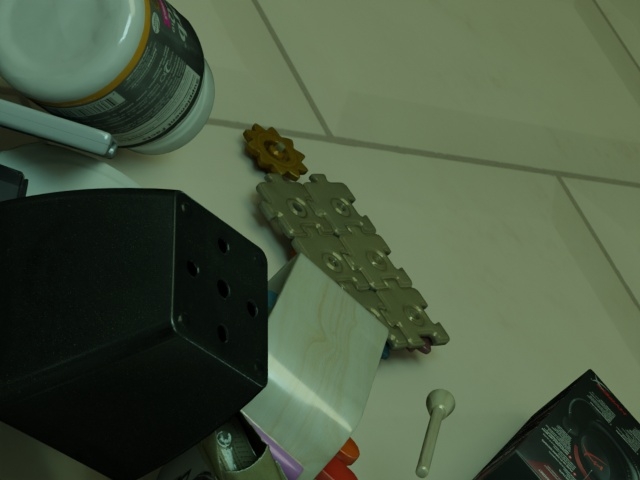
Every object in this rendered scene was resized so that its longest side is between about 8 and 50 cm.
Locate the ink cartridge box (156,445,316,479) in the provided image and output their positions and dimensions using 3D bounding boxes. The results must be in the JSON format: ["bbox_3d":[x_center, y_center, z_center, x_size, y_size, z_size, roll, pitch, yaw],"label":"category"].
[{"bbox_3d":[-0.063,0.299,1.583,0.198,0.115,0.273,40,30,-11],"label":"ink cartridge box"}]

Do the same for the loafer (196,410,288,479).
[{"bbox_3d":[-0.058,0.195,1.522,0.056,0.050,0.148,-33,82,-19],"label":"loafer"}]

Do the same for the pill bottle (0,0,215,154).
[{"bbox_3d":[-0.209,-0.181,1.863,0.162,0.162,0.278,57,6,18],"label":"pill bottle"}]

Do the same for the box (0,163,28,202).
[{"bbox_3d":[-0.393,0.026,1.446,0.295,0.073,0.293,21,47,-19],"label":"box"}]

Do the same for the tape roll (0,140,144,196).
[{"bbox_3d":[-0.221,0.049,1.705,0.286,0.100,0.286,31,33,-24],"label":"tape roll"}]

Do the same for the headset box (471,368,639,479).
[{"bbox_3d":[0.286,0.295,2.037,0.218,0.110,0.293,48,30,5],"label":"headset box"}]

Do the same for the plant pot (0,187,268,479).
[{"bbox_3d":[-0.142,0.063,1.488,0.188,0.167,0.187,39,42,-47],"label":"plant pot"}]

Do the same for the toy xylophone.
[{"bbox_3d":[0.004,0.129,1.702,0.236,0.081,0.322,44,20,2],"label":"toy xylophone"}]

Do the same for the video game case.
[{"bbox_3d":[-0.293,-0.116,1.720,0.212,0.023,0.193,17,0,-4],"label":"video game case"}]

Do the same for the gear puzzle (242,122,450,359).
[{"bbox_3d":[0.000,0.000,2.112,0.175,0.044,0.339,-2,52,-51],"label":"gear puzzle"}]
